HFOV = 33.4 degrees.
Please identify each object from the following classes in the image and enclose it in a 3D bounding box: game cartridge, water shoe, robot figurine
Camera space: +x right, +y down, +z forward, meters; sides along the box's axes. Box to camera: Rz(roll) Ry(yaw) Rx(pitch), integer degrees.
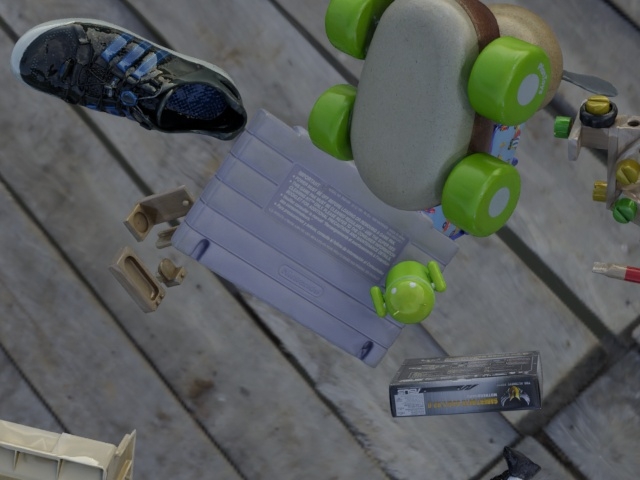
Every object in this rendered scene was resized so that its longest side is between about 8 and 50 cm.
[{"bbox_3d":[0.000,0.000,1.488,0.355,0.068,0.230,34,89,-23],"label":"game cartridge"},{"bbox_3d":[-0.155,-0.135,0.900,0.080,0.203,0.073,51,128,53],"label":"water shoe"},{"bbox_3d":[0.120,0.070,1.434,0.101,0.115,0.067,-22,108,13],"label":"robot figurine"}]

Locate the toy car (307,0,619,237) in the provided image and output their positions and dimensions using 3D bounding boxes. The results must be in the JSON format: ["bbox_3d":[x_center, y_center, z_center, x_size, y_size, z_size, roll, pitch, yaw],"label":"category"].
[{"bbox_3d":[0.115,-0.105,0.744,0.155,0.188,0.149,32,125,37],"label":"toy car"}]

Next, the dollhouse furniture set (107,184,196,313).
[{"bbox_3d":[-0.270,0.016,1.859,0.123,0.144,0.151,-15,33,34],"label":"dollhouse furniture set"}]

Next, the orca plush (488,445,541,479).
[{"bbox_3d":[0.176,0.394,1.485,0.102,0.151,0.287,38,107,25],"label":"orca plush"}]

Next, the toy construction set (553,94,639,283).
[{"bbox_3d":[0.473,-0.088,1.671,0.237,0.257,0.309,10,67,14],"label":"toy construction set"}]

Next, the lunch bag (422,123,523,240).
[{"bbox_3d":[0.246,-0.120,1.888,0.138,0.293,0.221,30,121,38],"label":"lunch bag"}]

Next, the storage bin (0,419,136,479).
[{"bbox_3d":[-0.409,0.352,1.493,0.262,0.123,0.260,13,121,3],"label":"storage bin"}]

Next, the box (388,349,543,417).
[{"bbox_3d":[0.235,0.227,1.701,0.231,0.183,0.056,-5,94,12],"label":"box"}]
